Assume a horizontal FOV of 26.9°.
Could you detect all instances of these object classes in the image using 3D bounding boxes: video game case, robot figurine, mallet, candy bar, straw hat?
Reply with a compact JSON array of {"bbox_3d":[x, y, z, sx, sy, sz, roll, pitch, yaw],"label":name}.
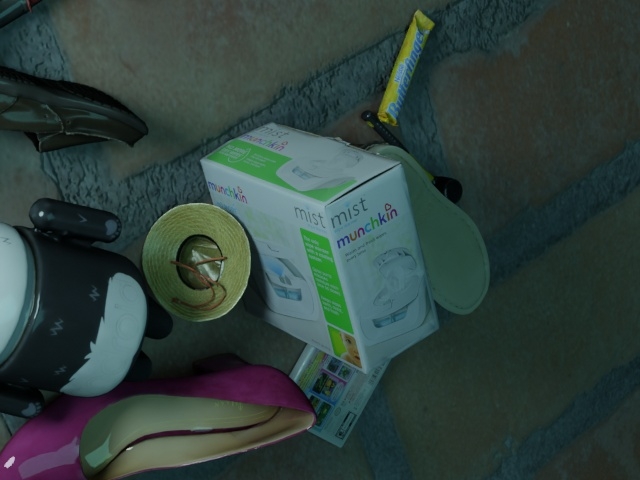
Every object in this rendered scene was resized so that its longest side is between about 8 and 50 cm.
[{"bbox_3d":[0.019,0.194,1.862,0.143,0.019,0.157,34,83,-39],"label":"video game case"},{"bbox_3d":[-0.304,0.077,1.477,0.278,0.173,0.209,18,63,-40],"label":"robot figurine"},{"bbox_3d":[0.115,-0.113,1.833,0.190,0.062,0.039,40,72,-24],"label":"mallet"},{"bbox_3d":[0.113,-0.227,1.791,0.040,0.018,0.161,30,76,-43],"label":"candy bar"},{"bbox_3d":[-0.146,0.028,1.649,0.061,0.144,0.144,19,93,-81],"label":"straw hat"}]

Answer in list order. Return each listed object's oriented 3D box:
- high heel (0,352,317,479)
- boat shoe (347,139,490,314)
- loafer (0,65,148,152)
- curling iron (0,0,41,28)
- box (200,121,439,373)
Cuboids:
[{"bbox_3d":[-0.194,0.233,1.601,0.377,0.181,0.127,-24,118,-30],"label":"high heel"},{"bbox_3d":[0.123,-0.018,1.824,0.116,0.097,0.324,-54,129,-14],"label":"boat shoe"},{"bbox_3d":[-0.296,-0.135,1.482,0.220,0.080,0.078,13,106,-35],"label":"loafer"},{"bbox_3d":[-0.309,-0.255,1.451,0.274,0.035,0.068,-34,122,-25],"label":"curling iron"},{"bbox_3d":[0.000,0.000,1.627,0.127,0.262,0.231,-31,122,-27],"label":"box"}]
